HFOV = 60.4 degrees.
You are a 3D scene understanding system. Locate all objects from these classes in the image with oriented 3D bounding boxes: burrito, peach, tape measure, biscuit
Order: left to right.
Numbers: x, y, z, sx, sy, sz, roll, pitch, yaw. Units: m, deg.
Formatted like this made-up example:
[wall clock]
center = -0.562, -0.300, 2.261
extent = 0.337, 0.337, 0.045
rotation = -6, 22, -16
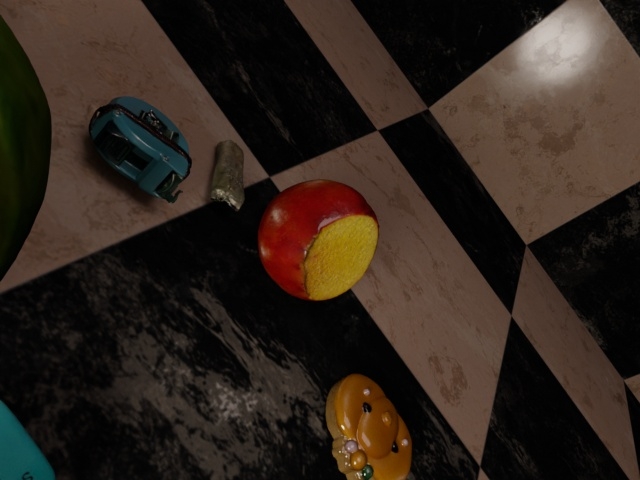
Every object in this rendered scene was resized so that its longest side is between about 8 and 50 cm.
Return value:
[tape measure]
center = -0.239, -0.129, 0.742
extent = 0.146, 0.081, 0.125
rotation = 38, 23, -28
[burrito]
center = -0.148, -0.106, 0.886
extent = 0.051, 0.042, 0.171
rotation = 25, 38, -25
[peach]
center = 0.000, 0.000, 0.845
extent = 0.190, 0.190, 0.192
rotation = 41, 17, -22
[biscuit]
center = 0.075, 0.279, 0.802
extent = 0.170, 0.050, 0.170
rotation = 35, 34, -29

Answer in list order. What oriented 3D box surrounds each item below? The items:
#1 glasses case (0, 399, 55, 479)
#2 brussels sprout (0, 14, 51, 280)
[glasses case]
center = -0.300, 0.217, 0.313
extent = 0.117, 0.070, 0.301
rotation = 53, 28, -4
[brussels sprout]
center = -0.332, -0.064, 0.345
extent = 0.281, 0.289, 0.355
rotation = 8, 29, -38
